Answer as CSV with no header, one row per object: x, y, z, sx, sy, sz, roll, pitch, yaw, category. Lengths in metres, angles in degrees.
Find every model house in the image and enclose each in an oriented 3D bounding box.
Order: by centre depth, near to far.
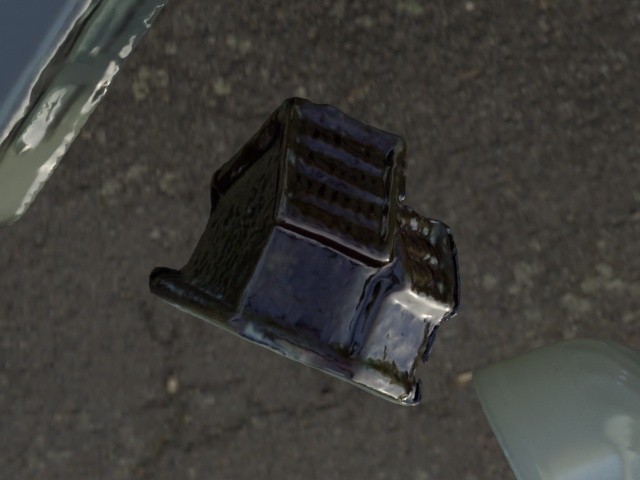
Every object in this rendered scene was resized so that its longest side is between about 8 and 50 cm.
0.006,0.003,0.999,0.165,0.106,0.152,23,93,-18,model house

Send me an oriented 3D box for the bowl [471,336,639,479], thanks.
0.238,0.182,1.235,0.145,0.277,0.277,-31,125,9,bowl

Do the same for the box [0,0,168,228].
-0.245,-0.253,1.019,0.396,0.396,0.111,-53,156,24,box
